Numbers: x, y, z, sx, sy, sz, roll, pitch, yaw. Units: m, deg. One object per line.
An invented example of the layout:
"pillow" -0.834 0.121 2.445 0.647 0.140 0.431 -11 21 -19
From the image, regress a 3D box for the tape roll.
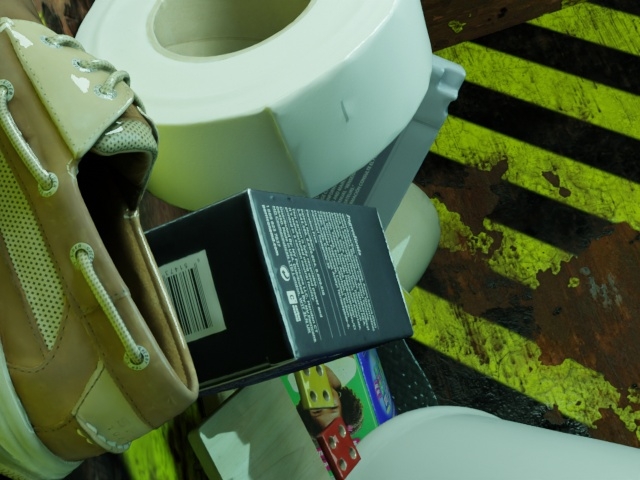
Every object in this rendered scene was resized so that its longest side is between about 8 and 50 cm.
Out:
"tape roll" -0.054 -0.158 0.731 0.100 0.286 0.286 67 9 -47

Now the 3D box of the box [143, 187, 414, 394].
"box" -0.047 0.044 0.628 0.207 0.153 0.108 3 69 -63

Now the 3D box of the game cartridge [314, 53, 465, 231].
"game cartridge" -0.002 -0.086 0.928 0.060 0.196 0.294 -97 -151 -55

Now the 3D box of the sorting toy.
"sorting toy" -0.051 0.187 0.736 0.132 0.046 0.274 64 27 -4

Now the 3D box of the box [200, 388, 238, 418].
"box" -0.076 0.171 0.843 0.164 0.021 0.201 51 23 -72

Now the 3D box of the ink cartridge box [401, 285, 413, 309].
"ink cartridge box" 0.000 0.000 1.208 0.303 0.072 0.307 47 3 4

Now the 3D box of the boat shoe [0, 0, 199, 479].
"boat shoe" -0.139 -0.046 0.462 0.123 0.116 0.324 31 42 -80

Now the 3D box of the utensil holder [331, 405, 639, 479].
"utensil holder" 0.215 0.336 0.846 0.385 0.327 0.328 -12 -84 65

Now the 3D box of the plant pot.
"plant pot" 0.082 0.041 1.680 0.274 0.256 0.256 -64 139 -56

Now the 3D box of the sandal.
"sandal" 0.089 0.224 1.519 0.107 0.167 0.446 -174 -114 -78

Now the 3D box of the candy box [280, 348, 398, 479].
"candy box" 0.047 0.273 1.159 0.268 0.122 0.317 -22 93 -84
